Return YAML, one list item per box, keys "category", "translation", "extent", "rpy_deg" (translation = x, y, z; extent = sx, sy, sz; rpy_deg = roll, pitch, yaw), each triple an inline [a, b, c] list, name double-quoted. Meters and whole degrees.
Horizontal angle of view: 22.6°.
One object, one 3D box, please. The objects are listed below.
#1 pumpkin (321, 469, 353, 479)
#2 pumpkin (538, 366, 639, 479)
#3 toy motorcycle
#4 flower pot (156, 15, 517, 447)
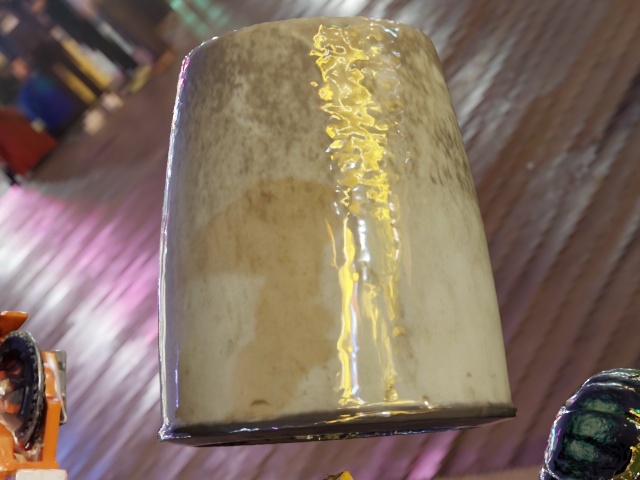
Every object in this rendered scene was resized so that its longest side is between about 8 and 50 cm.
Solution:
- category: "pumpkin"
  translation: [-0.016, 0.185, 1.017]
  extent: [0.074, 0.054, 0.083]
  rpy_deg: [-30, 8, 29]
- category: "pumpkin"
  translation: [0.265, 0.210, 1.434]
  extent: [0.140, 0.202, 0.202]
  rpy_deg: [16, 53, 25]
- category: "toy motorcycle"
  translation: [-0.258, 0.227, 1.232]
  extent: [0.221, 0.147, 0.326]
  rpy_deg: [-24, 65, 51]
- category: "flower pot"
  translation: [0.000, 0.000, 1.316]
  extent: [0.293, 0.330, 0.293]
  rpy_deg: [-5, -7, -1]
